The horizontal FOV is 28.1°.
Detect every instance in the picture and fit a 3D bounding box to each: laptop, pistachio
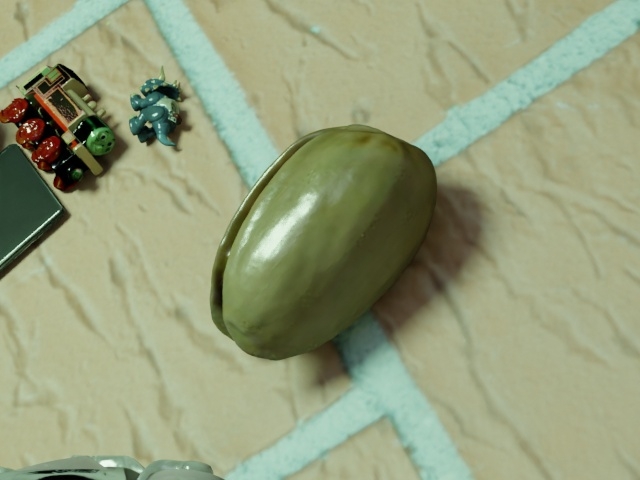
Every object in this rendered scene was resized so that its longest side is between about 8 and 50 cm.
[{"bbox_3d":[-0.332,-0.002,1.206,0.180,0.016,0.129,-42,51,-1],"label":"laptop"},{"bbox_3d":[0.000,0.000,0.973,0.206,0.131,0.129,-51,7,-3],"label":"pistachio"}]

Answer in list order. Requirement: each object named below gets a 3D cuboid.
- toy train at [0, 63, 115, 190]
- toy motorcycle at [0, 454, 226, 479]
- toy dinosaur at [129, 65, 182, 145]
[{"bbox_3d":[-0.243,-0.107,1.204,0.087,0.050,0.138,-41,51,-5],"label":"toy train"},{"bbox_3d":[-0.185,0.199,0.943,0.254,0.112,0.112,-7,58,22],"label":"toy motorcycle"},{"bbox_3d":[-0.148,-0.120,1.173,0.047,0.030,0.083,-15,55,21],"label":"toy dinosaur"}]
